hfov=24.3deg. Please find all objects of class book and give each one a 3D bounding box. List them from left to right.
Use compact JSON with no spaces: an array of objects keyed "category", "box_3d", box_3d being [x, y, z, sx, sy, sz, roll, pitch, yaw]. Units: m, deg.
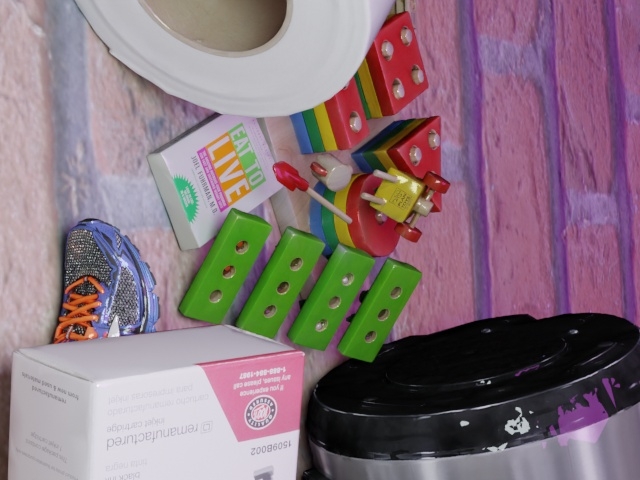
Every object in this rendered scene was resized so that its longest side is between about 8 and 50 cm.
[{"category":"book","box_3d":[-0.100,-0.064,1.410,0.144,0.035,0.096,-40,116,-49]}]

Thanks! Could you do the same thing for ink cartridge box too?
[{"category":"ink cartridge box","box_3d":[-0.129,0.221,1.161,0.207,0.117,0.283,-5,103,-42]}]

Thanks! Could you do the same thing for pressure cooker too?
[{"category":"pressure cooker","box_3d":[0.196,0.312,1.500,0.370,0.375,0.420,-29,109,-58]}]

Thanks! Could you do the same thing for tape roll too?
[{"category":"tape roll","box_3d":[-0.076,-0.240,1.239,0.286,0.286,0.100,59,41,-34]}]

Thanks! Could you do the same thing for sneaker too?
[{"category":"sneaker","box_3d":[-0.186,0.091,1.213,0.087,0.083,0.221,3,82,-54]}]

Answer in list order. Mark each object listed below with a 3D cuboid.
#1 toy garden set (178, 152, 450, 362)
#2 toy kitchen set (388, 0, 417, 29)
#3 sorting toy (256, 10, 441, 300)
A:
[{"category":"toy garden set","box_3d":[0.000,0.000,1.429,0.244,0.049,0.204,18,107,-41]},{"category":"toy kitchen set","box_3d":[0.089,-0.284,1.688,0.083,0.068,0.075,5,82,-56]},{"category":"sorting toy","box_3d":[0.045,-0.103,1.579,0.257,0.089,0.255,-41,120,-51]}]
